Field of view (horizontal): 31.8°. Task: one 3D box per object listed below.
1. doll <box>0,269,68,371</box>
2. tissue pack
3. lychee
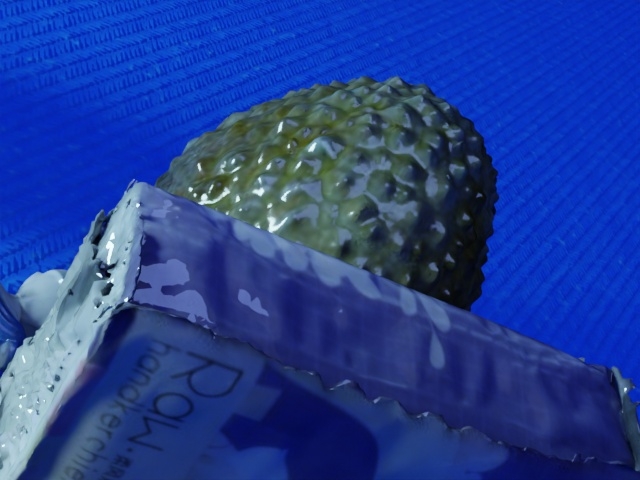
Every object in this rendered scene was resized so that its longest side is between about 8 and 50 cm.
[{"bbox_3d":[-0.241,0.056,0.726,0.227,0.057,0.114,-6,46,-34],"label":"doll"},{"bbox_3d":[-0.012,0.125,0.678,0.344,0.242,0.125,21,41,-22],"label":"tissue pack"},{"bbox_3d":[0.000,0.000,0.828,0.255,0.274,0.255,36,14,-10],"label":"lychee"}]
